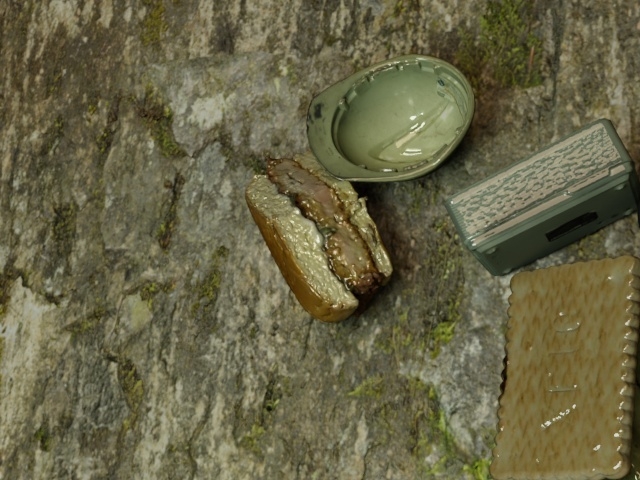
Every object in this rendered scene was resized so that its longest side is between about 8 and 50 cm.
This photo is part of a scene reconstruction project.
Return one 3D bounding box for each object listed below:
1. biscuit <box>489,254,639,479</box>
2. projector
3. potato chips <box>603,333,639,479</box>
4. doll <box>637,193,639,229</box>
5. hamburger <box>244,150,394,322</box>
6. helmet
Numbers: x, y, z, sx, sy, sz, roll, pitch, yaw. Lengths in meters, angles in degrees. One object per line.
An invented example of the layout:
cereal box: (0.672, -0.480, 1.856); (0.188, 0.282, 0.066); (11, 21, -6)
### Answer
biscuit: (0.342, 0.180, 1.737); (0.217, 0.044, 0.324); (-11, 58, 37)
projector: (0.325, -0.051, 1.790); (0.257, 0.192, 0.099); (-28, 69, 10)
potato chips: (0.515, 0.280, 1.648); (0.373, 0.097, 0.389); (-26, 67, 30)
doll: (0.530, -0.072, 1.701); (0.144, 0.234, 0.135); (-9, 77, -30)
hamburger: (0.000, 0.000, 1.913); (0.155, 0.245, 0.282); (-23, 19, -15)
helmet: (0.117, -0.163, 1.933); (0.258, 0.137, 0.204); (-16, 66, 7)
